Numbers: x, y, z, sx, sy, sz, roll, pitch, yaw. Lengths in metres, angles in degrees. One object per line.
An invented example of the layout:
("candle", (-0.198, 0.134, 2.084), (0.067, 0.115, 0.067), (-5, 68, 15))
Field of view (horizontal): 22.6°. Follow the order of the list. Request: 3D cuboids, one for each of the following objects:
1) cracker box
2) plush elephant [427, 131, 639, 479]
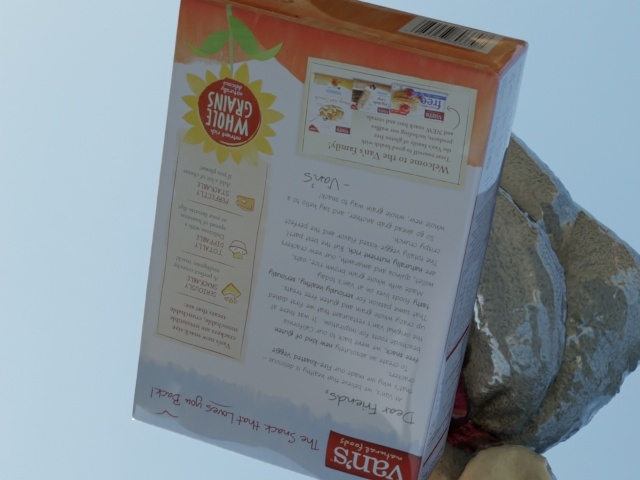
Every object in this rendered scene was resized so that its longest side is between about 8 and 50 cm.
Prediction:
("cracker box", (0.000, 0.000, 0.786), (0.156, 0.232, 0.067), (16, -155, 15))
("plush elephant", (0.067, 0.095, 0.943), (0.255, 0.330, 0.272), (-46, 168, -15))
